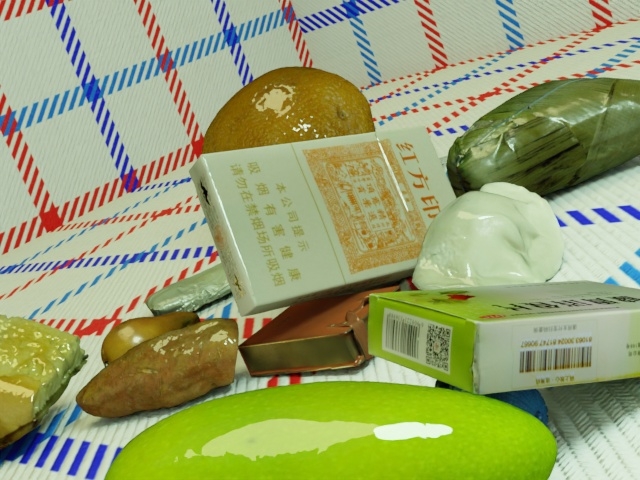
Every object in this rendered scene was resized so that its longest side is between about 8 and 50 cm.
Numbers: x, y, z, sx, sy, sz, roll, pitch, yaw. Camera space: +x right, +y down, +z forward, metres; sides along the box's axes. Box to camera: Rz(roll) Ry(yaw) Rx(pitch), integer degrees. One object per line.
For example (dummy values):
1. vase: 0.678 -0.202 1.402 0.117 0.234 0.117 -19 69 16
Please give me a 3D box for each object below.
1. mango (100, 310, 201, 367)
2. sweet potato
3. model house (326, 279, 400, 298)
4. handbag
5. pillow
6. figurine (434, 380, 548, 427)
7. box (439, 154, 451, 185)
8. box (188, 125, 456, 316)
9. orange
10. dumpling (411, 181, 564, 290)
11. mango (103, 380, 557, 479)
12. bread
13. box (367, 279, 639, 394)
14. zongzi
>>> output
1. mango: -0.239 0.152 1.349 0.159 0.084 0.105 -6 -17 -48
2. sweet potato: -0.202 0.172 1.213 0.252 0.097 0.097 -24 13 14
3. model house: 0.000 0.008 1.378 0.229 0.188 0.122 -11 32 35
4. handbag: 0.006 0.113 1.184 0.190 0.063 0.127 -11 16 42
5. pillow: -0.186 0.075 1.621 0.230 0.050 0.148 -22 18 -16
6. figurine: 0.150 0.151 0.837 0.079 0.077 0.136 -6 4 -3
7. box: 0.148 -0.079 1.672 0.194 0.073 0.139 -16 15 20
8. box: 0.028 -0.035 1.243 0.365 0.204 0.051 -11 -18 -34
9. orange: -0.065 -0.174 1.871 0.357 0.322 0.322 -20 10 44
10. dumpling: 0.214 0.010 1.193 0.166 0.126 0.216 21 20 29
11. mango: 0.004 0.183 0.707 0.343 0.156 0.192 -10 -12 9
12. bread: -0.466 0.209 1.296 0.262 0.162 0.204 -30 20 25
13. box: 0.195 0.079 0.849 0.260 0.062 0.175 -1 5 -26
14. zongzi: 0.399 -0.145 1.436 0.360 0.160 0.323 4 33 45
